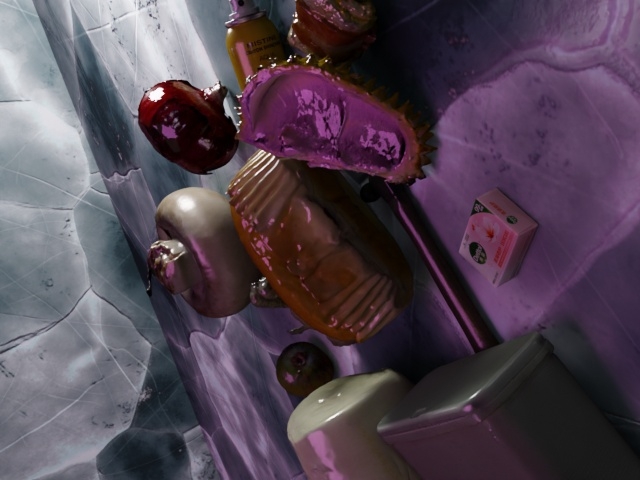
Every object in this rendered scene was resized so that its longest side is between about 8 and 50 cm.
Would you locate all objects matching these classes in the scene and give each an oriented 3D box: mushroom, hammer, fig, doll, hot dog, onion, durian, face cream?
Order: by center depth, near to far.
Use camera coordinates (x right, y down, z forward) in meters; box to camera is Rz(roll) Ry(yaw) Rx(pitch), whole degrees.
[{"bbox_3d":[0.023,-0.347,1.189,0.146,0.103,0.213,41,164,-2],"label":"hot dog"},{"bbox_3d":[0.026,-0.210,1.204,0.341,0.112,0.191,14,126,14],"label":"durian"},{"bbox_3d":[0.211,0.063,1.277,0.439,0.044,0.168,60,156,6],"label":"hammer"},{"bbox_3d":[-0.102,-0.296,1.456,0.105,0.105,0.348,13,125,58],"label":"face cream"},{"bbox_3d":[-0.018,0.147,1.538,0.091,0.286,0.202,-108,29,-42],"label":"doll"},{"bbox_3d":[-0.293,-0.275,1.740,0.252,0.219,0.252,35,-168,-9],"label":"onion"},{"bbox_3d":[-0.021,0.358,1.941,0.149,0.149,0.245,42,167,37],"label":"fig"},{"bbox_3d":[-0.324,0.044,1.973,0.362,0.295,0.362,43,146,39],"label":"mushroom"}]

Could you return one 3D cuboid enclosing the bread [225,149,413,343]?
[{"bbox_3d":[-0.005,0.003,1.348,0.183,0.236,0.388,-37,93,26],"label":"bread"}]

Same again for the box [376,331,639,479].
[{"bbox_3d":[0.307,0.344,1.154,0.344,0.177,0.352,48,152,3],"label":"box"}]

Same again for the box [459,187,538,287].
[{"bbox_3d":[0.260,-0.003,1.118,0.089,0.043,0.125,47,150,31],"label":"box"}]

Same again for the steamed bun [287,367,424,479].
[{"bbox_3d":[0.124,0.433,1.489,0.371,0.290,0.456,61,174,7],"label":"steamed bun"}]
